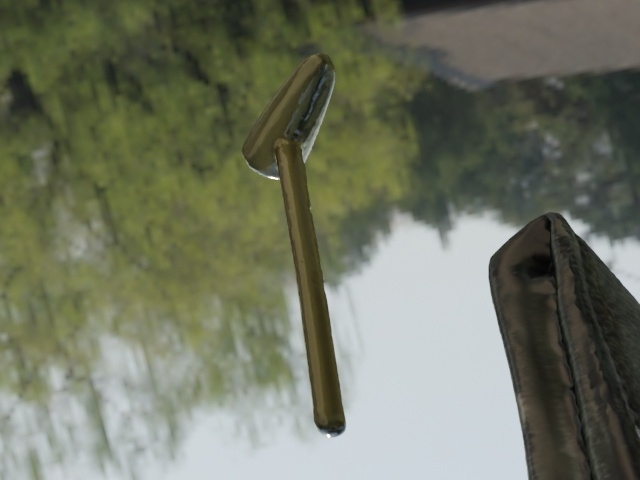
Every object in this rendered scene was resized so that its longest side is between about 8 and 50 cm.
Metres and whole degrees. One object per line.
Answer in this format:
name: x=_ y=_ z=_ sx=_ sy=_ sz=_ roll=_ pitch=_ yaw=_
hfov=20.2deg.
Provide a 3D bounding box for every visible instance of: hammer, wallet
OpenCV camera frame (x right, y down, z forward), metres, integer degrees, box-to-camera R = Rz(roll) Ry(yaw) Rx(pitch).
hammer: x=0.000 y=0.000 z=0.729 sx=0.028 sy=0.060 sz=0.195 roll=17 pitch=-143 yaw=-23
wallet: x=0.094 y=0.097 z=0.358 sx=0.036 sy=0.167 sz=0.222 roll=-36 pitch=-161 yaw=14
